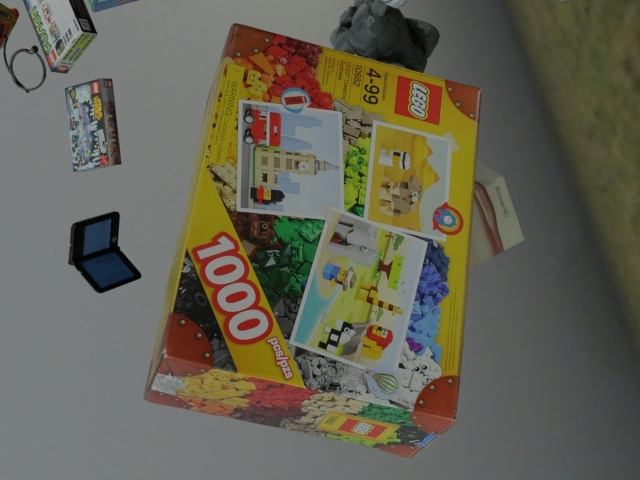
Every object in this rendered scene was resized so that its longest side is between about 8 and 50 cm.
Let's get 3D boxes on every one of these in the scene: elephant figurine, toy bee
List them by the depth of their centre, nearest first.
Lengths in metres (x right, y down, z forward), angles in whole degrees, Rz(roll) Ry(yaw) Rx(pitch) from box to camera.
[{"bbox_3d":[-0.556,-0.346,1.768,0.298,0.195,0.162,53,-162,-12],"label":"toy bee"},{"bbox_3d":[0.152,-0.374,2.200,0.239,0.169,0.186,34,-160,-20],"label":"elephant figurine"}]

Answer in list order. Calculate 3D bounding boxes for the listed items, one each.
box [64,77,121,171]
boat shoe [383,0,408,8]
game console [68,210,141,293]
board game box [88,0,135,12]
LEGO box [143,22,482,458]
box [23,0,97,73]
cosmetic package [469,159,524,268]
[{"bbox_3d":[-0.359,-0.181,1.765,0.027,0.094,0.137,-6,-91,-50],"label":"box"},{"bbox_3d":[0.086,-0.448,1.751,0.076,0.083,0.226,25,-155,-32],"label":"boat shoe"},{"bbox_3d":[-0.356,0.018,1.874,0.122,0.071,0.107,-23,-55,-60],"label":"game console"},{"bbox_3d":[-0.206,-0.368,1.369,0.136,0.201,0.035,66,161,11],"label":"board game box"},{"bbox_3d":[0.000,0.000,1.513,0.193,0.373,0.500,120,160,-60],"label":"LEGO box"},{"bbox_3d":[-0.473,-0.415,2.000,0.036,0.114,0.207,0,-122,-47],"label":"box"},{"bbox_3d":[0.207,-0.012,2.077,0.153,0.296,0.129,65,172,-26],"label":"cosmetic package"}]
